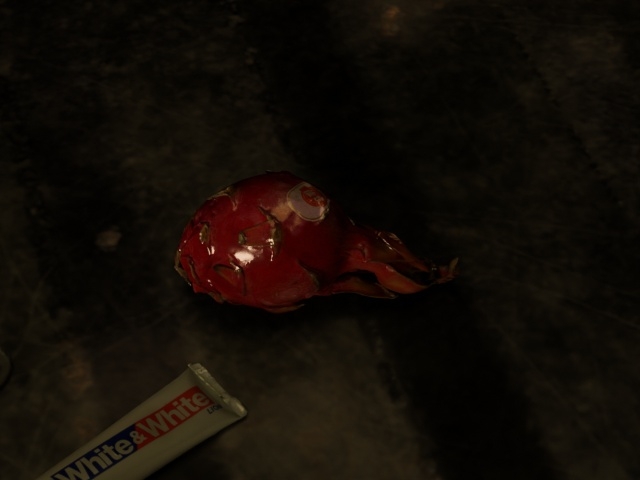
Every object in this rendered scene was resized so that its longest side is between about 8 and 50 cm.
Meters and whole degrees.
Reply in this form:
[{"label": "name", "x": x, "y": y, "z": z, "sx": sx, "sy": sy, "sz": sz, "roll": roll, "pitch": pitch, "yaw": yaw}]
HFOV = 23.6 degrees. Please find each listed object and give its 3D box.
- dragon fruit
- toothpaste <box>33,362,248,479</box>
[{"label": "dragon fruit", "x": 0.000, "y": 0.000, "z": 1.006, "sx": 0.191, "sy": 0.094, "sz": 0.094, "roll": 1, "pitch": 47, "yaw": -8}, {"label": "toothpaste", "x": -0.138, "y": 0.141, "z": 0.906, "sx": 0.052, "sy": 0.033, "sz": 0.218, "roll": 40, "pitch": 52, "yaw": 24}]
